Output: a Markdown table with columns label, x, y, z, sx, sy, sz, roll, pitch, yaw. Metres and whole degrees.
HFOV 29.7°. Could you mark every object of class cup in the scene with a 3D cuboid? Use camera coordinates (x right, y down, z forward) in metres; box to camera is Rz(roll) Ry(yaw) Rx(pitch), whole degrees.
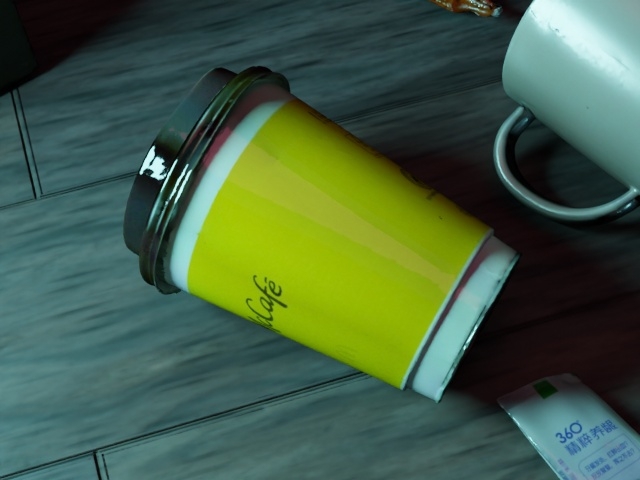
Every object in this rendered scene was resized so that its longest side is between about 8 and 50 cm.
| label | x | y | z | sx | sy | sz | roll | pitch | yaw |
| --- | --- | --- | --- | --- | --- | --- | --- | --- | --- |
| cup | 0.266 | -0.112 | 0.996 | 0.253 | 0.191 | 0.200 | -47 | 66 | 7 |
| cup | 0.000 | 0.000 | 0.919 | 0.280 | 0.196 | 0.196 | 30 | 61 | 10 |

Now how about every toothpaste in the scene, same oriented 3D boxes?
| label | x | y | z | sx | sy | sz | roll | pitch | yaw |
| --- | --- | --- | --- | --- | --- | --- | --- | --- | --- |
| toothpaste | 0.244 | 0.210 | 0.847 | 0.075 | 0.048 | 0.301 | -33 | 59 | -7 |

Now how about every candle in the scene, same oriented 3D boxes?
| label | x | y | z | sx | sy | sz | roll | pitch | yaw |
| --- | --- | --- | --- | --- | --- | --- | --- | --- | --- |
| candle | 0.106 | -0.250 | 1.166 | 0.162 | 0.048 | 0.053 | 34 | 93 | 23 |

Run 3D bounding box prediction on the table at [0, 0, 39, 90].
| label | x | y | z | sx | sy | sz | roll | pitch | yaw |
| --- | --- | --- | --- | --- | --- | --- | --- | --- | --- |
| table | -0.387 | -0.220 | 1.072 | 0.169 | 0.172 | 0.193 | -34 | 64 | -16 |
